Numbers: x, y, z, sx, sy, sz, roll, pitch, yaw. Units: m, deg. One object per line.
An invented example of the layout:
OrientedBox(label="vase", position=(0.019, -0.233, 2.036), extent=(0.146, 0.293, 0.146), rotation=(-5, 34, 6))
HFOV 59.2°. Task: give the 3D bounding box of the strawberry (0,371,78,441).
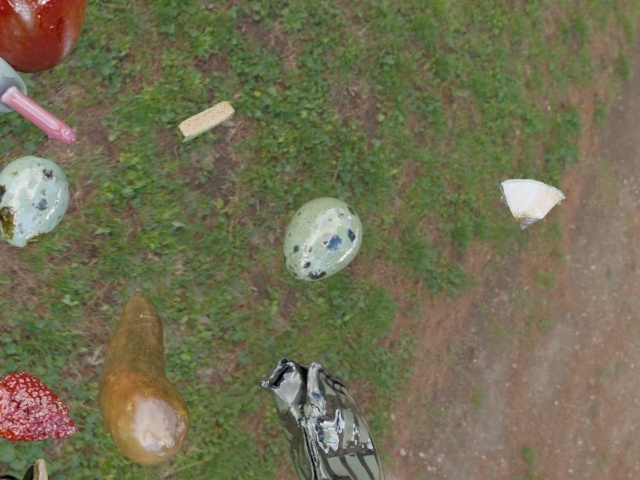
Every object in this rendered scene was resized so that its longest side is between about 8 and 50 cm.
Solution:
OrientedBox(label="strawberry", position=(-0.716, 0.418, 1.379), extent=(0.228, 0.098, 0.174), rotation=(34, 28, 3))

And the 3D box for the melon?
OrientedBox(label="melon", position=(0.486, -0.078, 1.286), extent=(0.202, 0.140, 0.093), rotation=(36, 46, -54))

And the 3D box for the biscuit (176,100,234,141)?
OrientedBox(label="biscuit", position=(-0.332, -0.343, 1.630), extent=(0.188, 0.056, 0.052), rotation=(-36, 94, -33))

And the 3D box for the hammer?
OrientedBox(label="hammer", position=(-0.194, -0.089, 0.370), extent=(0.083, 0.052, 0.031), rotation=(35, 82, 2))

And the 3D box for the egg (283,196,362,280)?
OrientedBox(label="egg", position=(0.000, 0.000, 1.334), extent=(0.228, 0.177, 0.177), rotation=(-51, 121, -32))

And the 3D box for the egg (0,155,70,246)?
OrientedBox(label="egg", position=(-0.714, -0.097, 1.389), extent=(0.169, 0.169, 0.231), rotation=(16, 80, -39))

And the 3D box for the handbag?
OrientedBox(label="handbag", position=(0.018, 0.405, 1.036), extent=(0.327, 0.163, 0.325), rotation=(64, 5, -61))

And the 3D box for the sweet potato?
OrientedBox(label="sweet potato", position=(-0.229, 0.167, 0.700), extent=(0.098, 0.292, 0.097), rotation=(-11, 119, -20))

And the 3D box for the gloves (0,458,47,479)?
OrientedBox(label="gloves", position=(-0.743, 0.589, 1.319), extent=(0.197, 0.301, 0.152), rotation=(11, 82, 0))

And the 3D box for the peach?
OrientedBox(label="peach", position=(-0.445, -0.370, 0.771), extent=(0.248, 0.245, 0.274), rotation=(-51, 119, -25))
